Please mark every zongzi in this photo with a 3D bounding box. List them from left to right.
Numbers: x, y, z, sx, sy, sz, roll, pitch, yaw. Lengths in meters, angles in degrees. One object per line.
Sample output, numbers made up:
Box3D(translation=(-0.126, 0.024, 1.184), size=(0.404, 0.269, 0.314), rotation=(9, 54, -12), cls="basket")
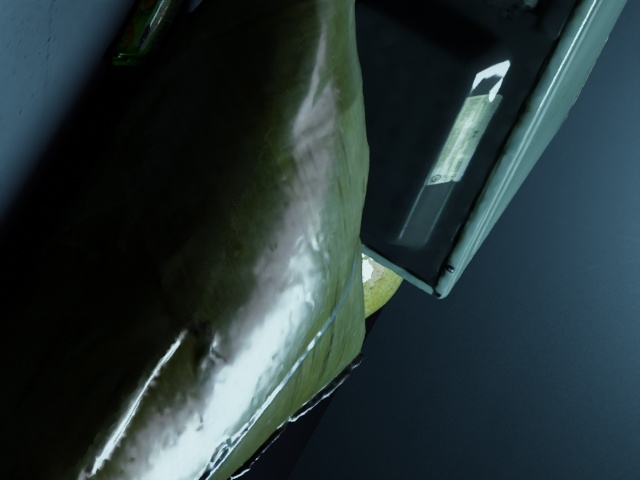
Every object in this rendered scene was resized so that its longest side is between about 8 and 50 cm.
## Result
Box3D(translation=(-0.099, 0.011, 1.048), size=(0.356, 0.174, 0.393), rotation=(-45, 155, -39), cls="zongzi")

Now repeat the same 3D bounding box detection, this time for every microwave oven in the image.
Box3D(translation=(0.101, -0.188, 1.318), size=(0.286, 0.218, 0.355), rotation=(-51, 169, -42), cls="microwave oven")

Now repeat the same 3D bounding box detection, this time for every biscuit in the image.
Box3D(translation=(-0.090, -0.137, 1.037), size=(0.089, 0.016, 0.046), rotation=(-61, 170, 8), cls="biscuit")

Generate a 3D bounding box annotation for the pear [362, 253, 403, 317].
Box3D(translation=(0.000, 0.000, 1.619), size=(0.136, 0.167, 0.167), rotation=(-15, 137, -56), cls="pear")
